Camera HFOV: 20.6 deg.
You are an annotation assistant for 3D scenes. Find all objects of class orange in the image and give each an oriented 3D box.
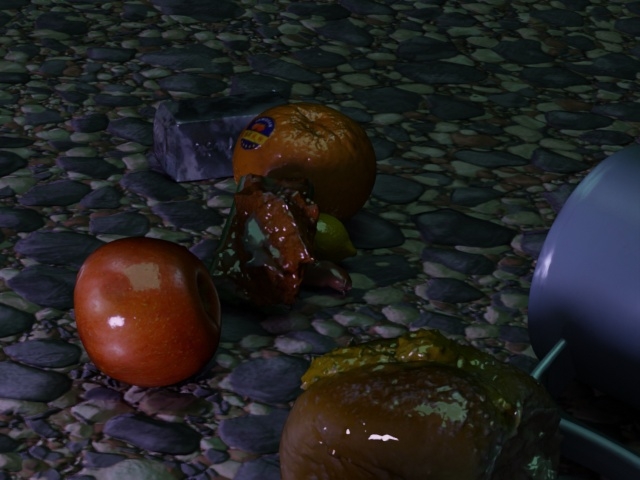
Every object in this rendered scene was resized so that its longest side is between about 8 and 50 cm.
[{"bbox_3d":[-0.020,-0.088,2.175,0.177,0.155,0.178,-2,31,1],"label":"orange"}]

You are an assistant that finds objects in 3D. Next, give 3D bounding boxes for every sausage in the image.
[{"bbox_3d":[-0.036,0.034,2.051,0.158,0.036,0.042,12,64,16],"label":"sausage"}]

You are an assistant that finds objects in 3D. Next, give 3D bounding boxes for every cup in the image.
[{"bbox_3d":[0.383,0.082,1.726,0.311,0.257,0.331,26,32,38],"label":"cup"}]

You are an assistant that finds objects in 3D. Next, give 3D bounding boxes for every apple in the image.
[{"bbox_3d":[-0.174,0.073,1.810,0.139,0.163,0.163,-6,24,9],"label":"apple"}]

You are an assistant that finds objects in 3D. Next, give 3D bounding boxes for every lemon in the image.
[{"bbox_3d":[0.000,0.000,2.094,0.092,0.065,0.065,18,28,11],"label":"lemon"}]

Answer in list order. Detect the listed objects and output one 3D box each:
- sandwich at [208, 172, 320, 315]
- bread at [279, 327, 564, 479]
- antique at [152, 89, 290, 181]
[{"bbox_3d":[-0.059,-0.018,1.974,0.109,0.160,0.185,15,59,-5],"label":"sandwich"},{"bbox_3d":[0.103,0.176,1.589,0.246,0.176,0.195,17,30,28],"label":"bread"},{"bbox_3d":[-0.131,-0.139,2.355,0.183,0.088,0.086,-8,26,-19],"label":"antique"}]
